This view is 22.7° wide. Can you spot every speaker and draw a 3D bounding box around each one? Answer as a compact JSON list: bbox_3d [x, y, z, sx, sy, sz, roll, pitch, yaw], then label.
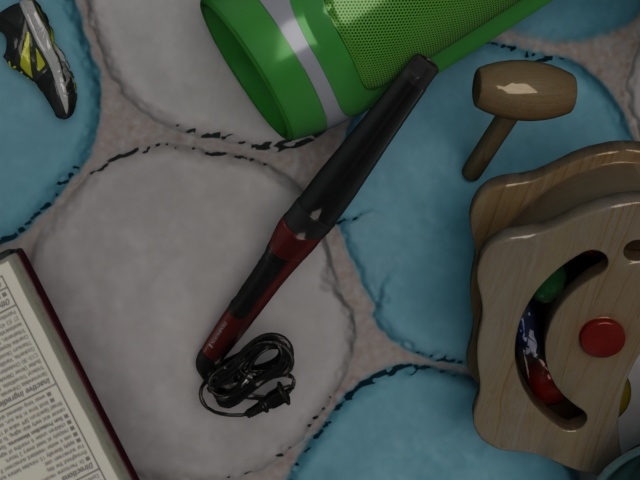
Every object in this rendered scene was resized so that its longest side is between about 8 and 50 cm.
[{"bbox_3d":[0.075,-0.187,1.023,0.297,0.131,0.131,-33,96,-7],"label":"speaker"}]

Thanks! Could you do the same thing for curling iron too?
[{"bbox_3d":[0.000,0.000,1.021,0.068,0.035,0.274,28,106,-4],"label":"curling iron"}]

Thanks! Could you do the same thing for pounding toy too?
[{"bbox_3d":[0.172,0.003,1.034,0.154,0.155,0.269,-1,123,1],"label":"pounding toy"}]

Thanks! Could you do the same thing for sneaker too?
[{"bbox_3d":[-0.185,-0.116,1.035,0.035,0.031,0.083,-21,90,6],"label":"sneaker"}]

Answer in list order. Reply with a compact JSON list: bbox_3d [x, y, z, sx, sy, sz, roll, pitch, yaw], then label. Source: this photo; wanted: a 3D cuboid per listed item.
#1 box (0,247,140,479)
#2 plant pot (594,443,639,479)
[{"bbox_3d":[-0.200,0.138,0.985,0.149,0.127,0.232,-26,95,-8],"label":"box"},{"bbox_3d":[0.342,0.205,1.017,0.196,0.293,0.293,-31,96,-34],"label":"plant pot"}]
